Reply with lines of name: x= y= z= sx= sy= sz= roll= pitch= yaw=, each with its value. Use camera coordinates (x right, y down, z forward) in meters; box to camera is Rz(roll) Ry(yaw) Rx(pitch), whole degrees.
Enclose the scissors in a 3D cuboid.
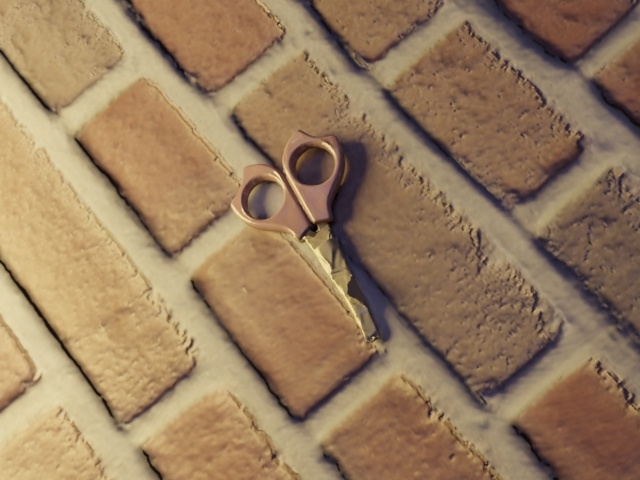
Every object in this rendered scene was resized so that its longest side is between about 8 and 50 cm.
scissors: x=0.000 y=0.000 z=1.500 sx=0.110 sy=0.021 sz=0.212 roll=-33 pitch=57 yaw=7
